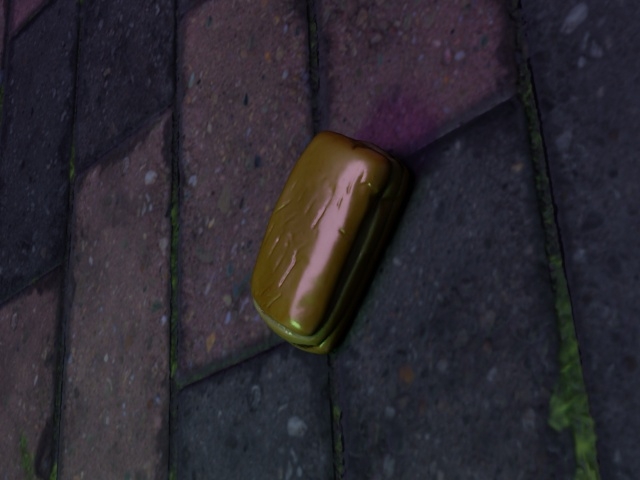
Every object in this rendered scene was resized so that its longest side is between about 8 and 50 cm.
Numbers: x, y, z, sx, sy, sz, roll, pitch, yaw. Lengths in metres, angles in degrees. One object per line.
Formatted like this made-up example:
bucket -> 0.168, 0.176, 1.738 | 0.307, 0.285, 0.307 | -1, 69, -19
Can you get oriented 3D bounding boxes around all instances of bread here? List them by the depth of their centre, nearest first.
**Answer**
bread -> 0.000, 0.000, 0.969 | 0.116, 0.077, 0.201 | 31, 100, 43
